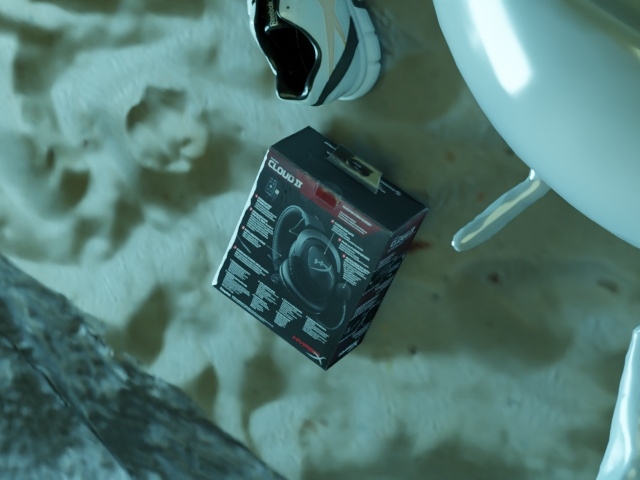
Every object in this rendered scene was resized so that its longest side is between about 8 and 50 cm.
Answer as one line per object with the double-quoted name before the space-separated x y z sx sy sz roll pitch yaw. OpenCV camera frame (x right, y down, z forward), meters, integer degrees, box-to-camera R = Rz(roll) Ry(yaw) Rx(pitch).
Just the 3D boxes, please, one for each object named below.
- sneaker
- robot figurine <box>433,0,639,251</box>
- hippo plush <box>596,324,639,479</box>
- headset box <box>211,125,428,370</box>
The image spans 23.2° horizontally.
"sneaker" -0.010 -0.101 0.580 0.040 0.044 0.109 -14 100 39
"robot figurine" 0.145 -0.130 0.360 0.300 0.199 0.353 13 125 -11
"hippo plush" 0.043 0.230 0.565 0.294 0.236 0.234 -39 86 39
"headset box" 0.000 0.000 0.624 0.062 0.032 0.083 35 125 16
